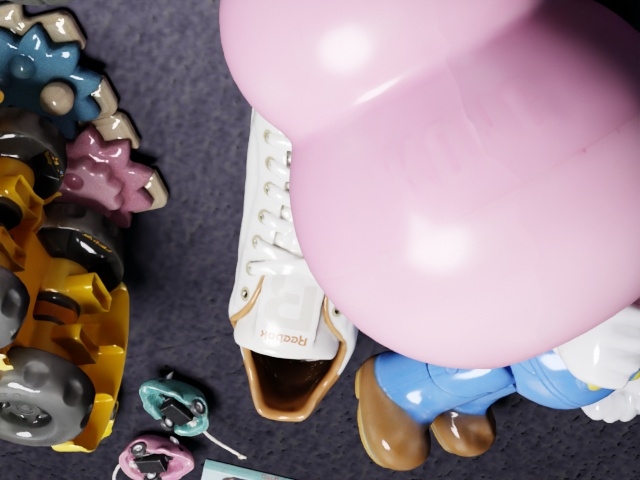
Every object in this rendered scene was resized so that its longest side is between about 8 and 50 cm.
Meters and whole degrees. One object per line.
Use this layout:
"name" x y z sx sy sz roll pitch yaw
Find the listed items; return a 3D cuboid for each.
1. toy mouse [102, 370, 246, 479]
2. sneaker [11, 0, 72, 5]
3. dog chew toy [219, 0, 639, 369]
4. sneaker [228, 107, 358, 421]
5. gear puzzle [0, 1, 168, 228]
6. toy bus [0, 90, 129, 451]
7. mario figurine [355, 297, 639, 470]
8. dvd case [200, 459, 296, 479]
"toy mouse" -0.125 0.144 1.060 0.143 0.031 0.161 10 132 2
"sneaker" -0.177 -0.221 0.724 0.087 0.130 0.227 -10 156 12
"dog chew toy" 0.045 -0.104 0.685 0.207 0.206 0.331 -26 97 29
"sneaker" 0.000 0.000 0.852 0.106 0.123 0.290 9 131 5
"gear puzzle" -0.285 -0.048 0.912 0.339 0.044 0.175 -10 128 19
"toy bus" -0.246 0.028 0.848 0.212 0.149 0.220 -4 140 15
"mario figurine" 0.177 0.079 0.847 0.321 0.198 0.170 -32 106 37
"dvd case" -0.063 0.233 1.140 0.087 0.013 0.119 14 133 -2
